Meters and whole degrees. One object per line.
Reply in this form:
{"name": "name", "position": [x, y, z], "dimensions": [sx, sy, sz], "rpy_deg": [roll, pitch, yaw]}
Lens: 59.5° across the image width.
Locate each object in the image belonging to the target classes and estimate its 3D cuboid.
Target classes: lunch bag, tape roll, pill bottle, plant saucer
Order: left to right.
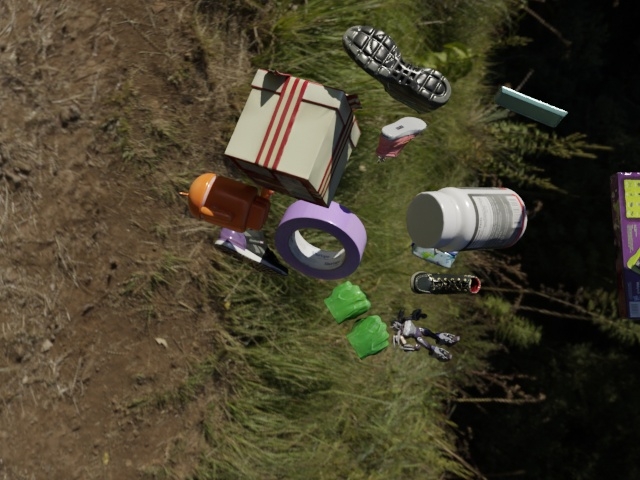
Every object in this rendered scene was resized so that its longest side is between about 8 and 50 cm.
{"name": "tape roll", "position": [0.000, 0.000, 1.741], "dimensions": [0.274, 0.275, 0.090], "rpy_deg": [55, 38, -31]}
{"name": "lunch bag", "position": [0.452, 0.026, 2.217], "dimensions": [0.219, 0.176, 0.090], "rpy_deg": [-39, 150, -69]}
{"name": "pill bottle", "position": [0.363, -0.053, 1.404], "dimensions": [0.283, 0.161, 0.161], "rpy_deg": [-3, 104, -32]}
{"name": "plant saucer", "position": [0.575, -0.365, 1.545], "dimensions": [0.192, 0.067, 0.018], "rpy_deg": [24, 68, 5]}

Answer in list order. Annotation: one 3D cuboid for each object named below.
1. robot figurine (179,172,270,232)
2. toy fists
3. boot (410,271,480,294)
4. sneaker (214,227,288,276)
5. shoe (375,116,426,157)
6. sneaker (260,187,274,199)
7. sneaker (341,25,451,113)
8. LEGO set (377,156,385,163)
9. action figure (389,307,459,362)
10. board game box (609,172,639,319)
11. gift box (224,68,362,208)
{"name": "robot figurine", "position": [-0.241, -0.096, 1.430], "dimensions": [0.220, 0.128, 0.158], "rpy_deg": [18, 63, 0]}
{"name": "toy fists", "position": [0.136, 0.279, 1.991], "dimensions": [0.142, 0.096, 0.279], "rpy_deg": [-32, 87, 1]}
{"name": "boot", "position": [0.458, 0.157, 2.060], "dimensions": [0.236, 0.179, 0.085], "rpy_deg": [7, 82, -46]}
{"name": "sneaker", "position": [-0.202, 0.023, 1.840], "dimensions": [0.283, 0.107, 0.124], "rpy_deg": [32, 68, -34]}
{"name": "shoe", "position": [0.226, -0.292, 1.593], "dimensions": [0.178, 0.063, 0.081], "rpy_deg": [-26, 148, -38]}
{"name": "sneaker", "position": [-0.165, -0.201, 1.726], "dimensions": [0.068, 0.064, 0.175], "rpy_deg": [1, 120, -29]}
{"name": "sneaker", "position": [0.154, -0.364, 1.235], "dimensions": [0.267, 0.106, 0.101], "rpy_deg": [35, 76, -5]}
{"name": "LEGO set", "position": [0.234, -0.302, 2.061], "dimensions": [0.023, 0.083, 0.054], "rpy_deg": [27, 112, -13]}
{"name": "action figure", "position": [0.385, 0.363, 2.159], "dimensions": [0.285, 0.099, 0.185], "rpy_deg": [26, 67, -14]}
{"name": "board game box", "position": [0.803, 0.012, 1.318], "dimensions": [0.208, 0.056, 0.346], "rpy_deg": [0, 82, 5]}
{"name": "gift box", "position": [-0.048, -0.254, 1.332], "dimensions": [0.276, 0.255, 0.258], "rpy_deg": [58, 52, -74]}
